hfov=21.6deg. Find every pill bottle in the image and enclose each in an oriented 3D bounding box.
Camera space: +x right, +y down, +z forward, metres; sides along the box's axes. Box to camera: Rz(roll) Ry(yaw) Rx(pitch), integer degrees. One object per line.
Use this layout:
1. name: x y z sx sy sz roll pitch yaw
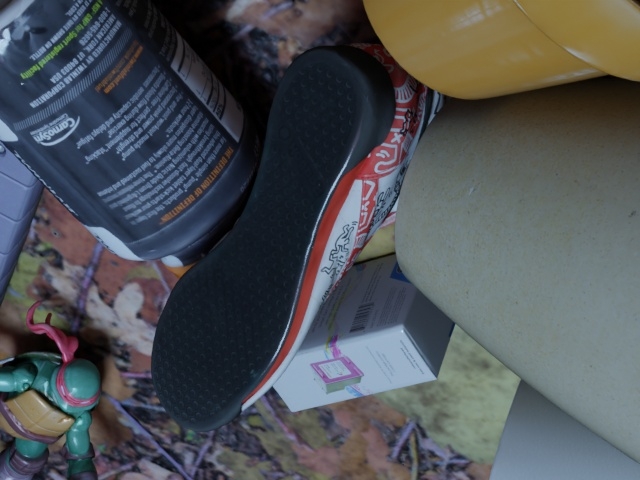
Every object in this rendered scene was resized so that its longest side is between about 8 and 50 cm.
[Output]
1. pill bottle: -0.126 -0.076 1.067 0.130 0.130 0.246 -19 127 33

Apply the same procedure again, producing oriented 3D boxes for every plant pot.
1. plant pot: 0.122 -0.164 0.877 0.205 0.205 0.188 45 145 -15
2. plant pot: 0.190 0.010 0.965 0.274 0.256 0.256 20 134 28

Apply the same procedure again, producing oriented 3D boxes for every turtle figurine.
1. turtle figurine: -0.228 0.143 1.307 0.175 0.118 0.234 48 143 -7

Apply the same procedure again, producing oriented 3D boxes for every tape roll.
1. tape roll: 0.160 0.221 1.098 0.100 0.286 0.286 12 130 14

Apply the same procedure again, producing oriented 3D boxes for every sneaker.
1. sneaker: 0.001 0.000 1.050 0.090 0.145 0.270 37 115 26

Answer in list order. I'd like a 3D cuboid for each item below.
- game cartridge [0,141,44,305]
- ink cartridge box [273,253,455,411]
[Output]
1. game cartridge: -0.377 -0.078 1.231 0.355 0.068 0.230 28 128 0
2. ink cartridge box: 0.027 0.061 1.152 0.122 0.088 0.052 -15 123 32
